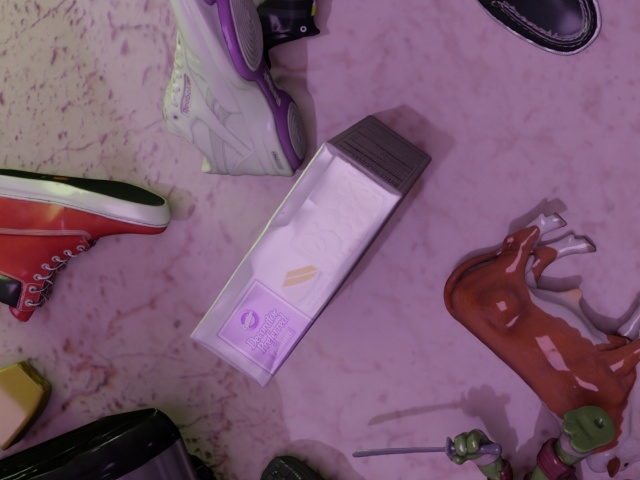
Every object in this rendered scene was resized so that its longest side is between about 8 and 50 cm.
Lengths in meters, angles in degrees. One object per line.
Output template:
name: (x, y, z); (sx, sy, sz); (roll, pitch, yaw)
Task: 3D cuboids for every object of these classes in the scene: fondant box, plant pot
fondant box: (0.000, 0.000, 1.562); (0.096, 0.330, 0.238); (36, 103, 3)
plant pot: (-0.371, 0.191, 1.784); (0.083, 0.081, 0.081); (-45, 89, 3)

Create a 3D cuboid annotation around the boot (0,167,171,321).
boot: (-0.293, 0.015, 1.742); (0.244, 0.088, 0.176); (7, 100, 17)

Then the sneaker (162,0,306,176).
sneaker: (-0.124, -0.176, 1.614); (0.152, 0.114, 0.305); (-6, 134, 19)

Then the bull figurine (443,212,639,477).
bull figurine: (0.285, 0.116, 1.649); (0.310, 0.101, 0.188); (42, 99, -1)

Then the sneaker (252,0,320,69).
sneaker: (-0.028, -0.276, 1.660); (0.097, 0.084, 0.235); (39, 113, -9)

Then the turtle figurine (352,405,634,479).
turtle figurine: (0.204, 0.299, 1.587); (0.274, 0.198, 0.266); (22, 139, -18)

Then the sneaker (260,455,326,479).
sneaker: (0.038, 0.363, 1.728); (0.286, 0.130, 0.109); (48, 121, 22)

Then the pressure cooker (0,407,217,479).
pressure cooker: (-0.263, 0.437, 1.653); (0.375, 0.370, 0.420); (-21, 91, 16)

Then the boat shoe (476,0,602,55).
boat shoe: (0.185, -0.317, 1.604); (0.302, 0.091, 0.114); (43, 103, 2)
